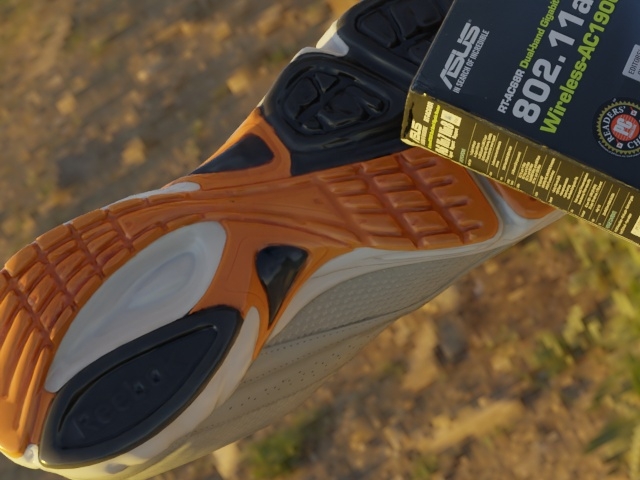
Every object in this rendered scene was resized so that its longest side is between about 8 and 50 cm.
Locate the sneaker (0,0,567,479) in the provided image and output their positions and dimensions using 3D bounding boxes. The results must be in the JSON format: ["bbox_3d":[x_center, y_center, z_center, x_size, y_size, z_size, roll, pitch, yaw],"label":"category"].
[{"bbox_3d":[0.000,0.000,0.669,0.262,0.099,0.121,-29,-17,-7],"label":"sneaker"}]

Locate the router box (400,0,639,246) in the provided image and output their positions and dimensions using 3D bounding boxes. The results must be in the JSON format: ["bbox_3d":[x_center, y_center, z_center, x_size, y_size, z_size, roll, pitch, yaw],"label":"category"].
[{"bbox_3d":[0.091,-0.068,0.569,0.038,0.092,0.122,93,-157,-69],"label":"router box"}]
